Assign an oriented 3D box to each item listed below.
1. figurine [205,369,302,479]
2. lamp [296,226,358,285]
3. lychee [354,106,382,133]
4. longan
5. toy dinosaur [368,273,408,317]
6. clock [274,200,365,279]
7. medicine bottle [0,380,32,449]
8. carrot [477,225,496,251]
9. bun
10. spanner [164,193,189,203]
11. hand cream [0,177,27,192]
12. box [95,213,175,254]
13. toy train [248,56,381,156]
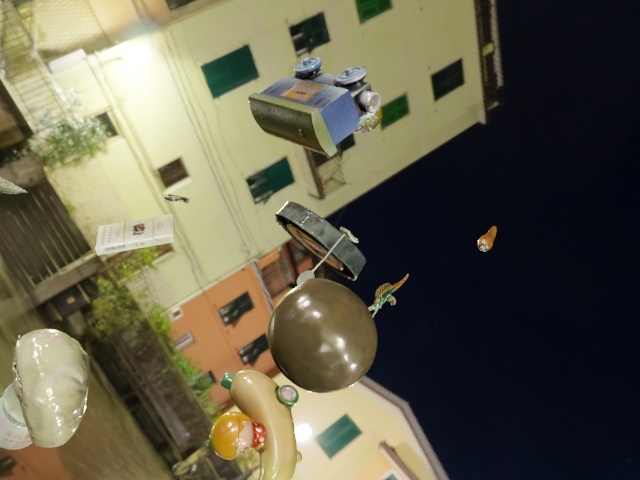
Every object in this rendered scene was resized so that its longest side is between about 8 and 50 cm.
[{"bbox_3d":[-0.159,0.456,1.345,0.325,0.222,0.124,-105,-147,-44],"label":"figurine"},{"bbox_3d":[0.017,0.052,1.424,0.050,0.198,0.056,25,-22,49],"label":"lamp"},{"bbox_3d":[0.111,-0.345,1.522,0.114,0.146,0.114,21,-52,29],"label":"lychee"},{"bbox_3d":[0.005,0.211,1.256,0.258,0.258,0.258,47,-23,27],"label":"longan"},{"bbox_3d":[0.189,0.157,1.649,0.044,0.187,0.106,42,1,35],"label":"toy dinosaur"},{"bbox_3d":[0.000,0.000,2.054,0.386,0.076,0.386,37,-10,7],"label":"clock"},{"bbox_3d":[-0.816,0.474,1.534,0.143,0.147,0.147,-48,-110,24],"label":"medicine bottle"},{"bbox_3d":[0.401,-0.003,1.342,0.035,0.142,0.035,10,-67,25],"label":"carrot"},{"bbox_3d":[-0.631,0.340,1.326,0.273,0.168,0.273,19,-68,59],"label":"bun"},{"bbox_3d":[-0.560,-0.162,2.144,0.087,0.024,0.316,18,3,-8],"label":"spanner"},{"bbox_3d":[-0.881,-0.159,1.497,0.194,0.067,0.042,43,42,-65],"label":"hand cream"},{"bbox_3d":[-0.410,-0.014,1.249,0.090,0.166,0.024,-111,-166,-52],"label":"box"},{"bbox_3d":[-0.014,-0.311,1.262,0.299,0.202,0.131,29,-28,49],"label":"toy train"}]
